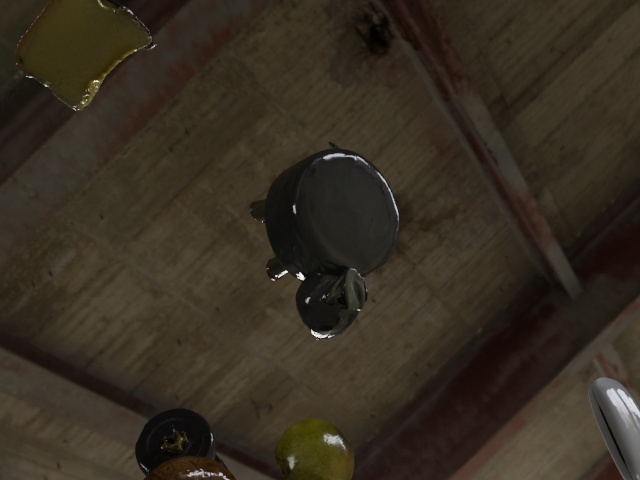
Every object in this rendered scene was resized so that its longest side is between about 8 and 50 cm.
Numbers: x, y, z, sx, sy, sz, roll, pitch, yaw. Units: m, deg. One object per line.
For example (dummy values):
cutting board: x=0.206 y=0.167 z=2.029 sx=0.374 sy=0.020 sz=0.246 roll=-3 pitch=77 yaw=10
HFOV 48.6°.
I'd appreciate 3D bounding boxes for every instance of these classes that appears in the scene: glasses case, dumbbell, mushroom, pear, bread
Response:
glasses case: x=0.476 y=0.303 z=1.097 sx=0.076 sy=0.197 sz=0.049 roll=12 pitch=-45 yaw=-27
dumbbell: x=-0.326 y=0.550 z=1.718 sx=0.185 sy=0.185 sz=0.388 roll=-25 pitch=-38 yaw=-17
mushroom: x=-0.290 y=0.563 z=1.477 sx=0.267 sy=0.254 sz=0.267 roll=-21 pitch=-45 yaw=-23
pear: x=0.001 y=0.344 z=1.129 sx=0.104 sy=0.141 sz=0.141 roll=-44 pitch=-44 yaw=11
bread: x=-0.325 y=-0.299 z=1.018 sx=0.160 sy=0.169 sz=0.140 roll=-35 pitch=-60 yaw=25

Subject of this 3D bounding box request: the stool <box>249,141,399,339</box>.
stool: x=-0.007 y=-0.003 z=0.853 sx=0.153 sy=0.139 sz=0.228 roll=37 pitch=-122 yaw=-23
